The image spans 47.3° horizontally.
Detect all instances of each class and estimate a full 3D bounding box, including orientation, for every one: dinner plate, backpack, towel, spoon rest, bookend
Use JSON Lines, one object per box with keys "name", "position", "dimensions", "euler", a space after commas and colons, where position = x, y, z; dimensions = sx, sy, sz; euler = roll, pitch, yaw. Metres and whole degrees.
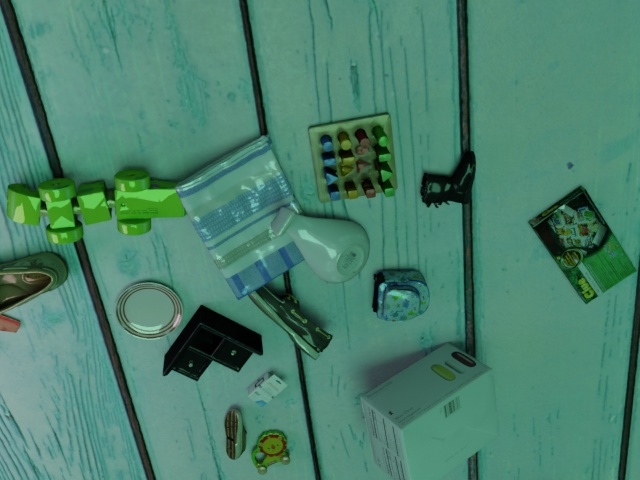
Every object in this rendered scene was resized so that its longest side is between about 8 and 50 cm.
{"name": "dinner plate", "position": [-0.360, 0.147, 1.539], "dimensions": [0.141, 0.017, 0.141], "euler": [-4, 118, -7]}
{"name": "backpack", "position": [0.175, 0.122, 1.564], "dimensions": [0.114, 0.084, 0.105], "euler": [-4, 120, -9]}
{"name": "towel", "position": [-0.135, -0.041, 1.433], "dimensions": [0.209, 0.034, 0.285], "euler": [-31, 119, -12]}
{"name": "spoon rest", "position": [0.000, 0.000, 1.459], "dimensions": [0.276, 0.084, 0.137], "euler": [31, 95, -45]}
{"name": "bookend", "position": [-0.232, 0.246, 1.576], "dimensions": [0.156, 0.072, 0.157], "euler": [31, 109, -21]}

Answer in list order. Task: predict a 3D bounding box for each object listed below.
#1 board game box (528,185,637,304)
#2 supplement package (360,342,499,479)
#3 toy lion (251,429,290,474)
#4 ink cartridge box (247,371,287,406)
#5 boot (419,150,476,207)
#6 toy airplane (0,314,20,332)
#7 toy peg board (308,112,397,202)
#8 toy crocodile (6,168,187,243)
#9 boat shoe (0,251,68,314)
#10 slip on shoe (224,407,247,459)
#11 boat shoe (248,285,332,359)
{"name": "board game box", "position": [0.574, 0.014, 1.596], "dimensions": [0.136, 0.030, 0.259], "euler": [-37, 116, 9]}
{"name": "supplement package", "position": [0.246, 0.391, 1.622], "dimensions": [0.262, 0.145, 0.204], "euler": [-27, 121, -25]}
{"name": "toy lion", "position": [-0.122, 0.501, 1.748], "dimensions": [0.100, 0.034, 0.096], "euler": [-25, 111, 6]}
{"name": "ink cartridge box", "position": [-0.120, 0.334, 1.661], "dimensions": [0.083, 0.028, 0.048], "euler": [-41, 115, 13]}
{"name": "boot", "position": [0.256, -0.123, 1.474], "dimensions": [0.099, 0.045, 0.121], "euler": [2, 117, -5]}
{"name": "toy airplane", "position": [-0.704, 0.181, 1.502], "dimensions": [0.151, 0.028, 0.151], "euler": [-2, 116, -5]}
{"name": "toy peg board", "position": [0.070, -0.147, 1.414], "dimensions": [0.161, 0.079, 0.161], "euler": [-10, 117, -3]}
{"name": "toy crocodile", "position": [-0.416, -0.073, 1.380], "dimensions": [0.341, 0.105, 0.115], "euler": [-6, 117, -10]}
{"name": "boat shoe", "position": [-0.641, 0.096, 1.423], "dimensions": [0.285, 0.089, 0.104], "euler": [-21, 104, 0]}
{"name": "slip on shoe", "position": [-0.193, 0.447, 1.705], "dimensions": [0.041, 0.051, 0.135], "euler": [-18, 117, -44]}
{"name": "boat shoe", "position": [-0.068, 0.156, 1.554], "dimensions": [0.068, 0.081, 0.228], "euler": [-47, 108, -12]}
